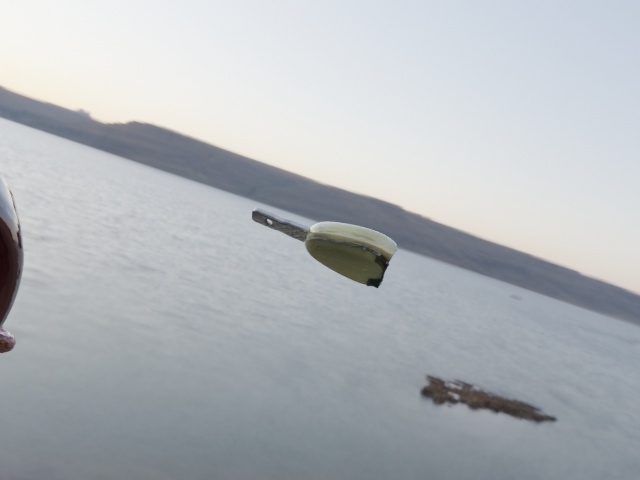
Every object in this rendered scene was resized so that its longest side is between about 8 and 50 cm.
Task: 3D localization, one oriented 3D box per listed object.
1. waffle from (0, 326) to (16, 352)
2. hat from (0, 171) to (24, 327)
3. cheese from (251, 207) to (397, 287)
[{"bbox_3d":[-0.404,0.049,0.576,0.221,0.234,0.055,-26,-9,-28],"label":"waffle"},{"bbox_3d":[-0.268,0.019,0.357,0.089,0.205,0.205,27,6,27],"label":"hat"},{"bbox_3d":[0.000,0.000,1.090,0.252,0.054,0.127,22,-33,6],"label":"cheese"}]
